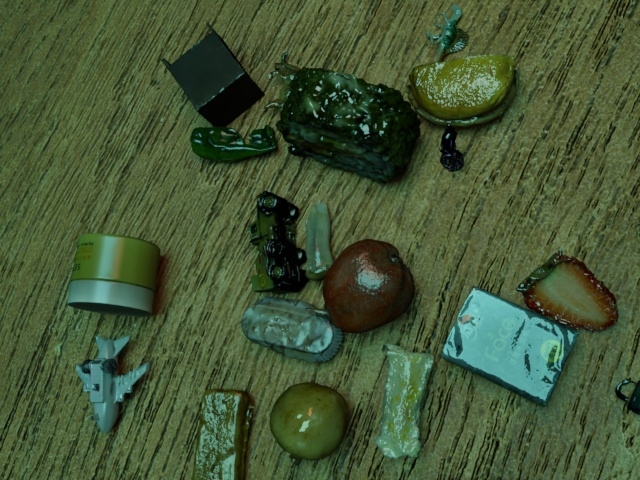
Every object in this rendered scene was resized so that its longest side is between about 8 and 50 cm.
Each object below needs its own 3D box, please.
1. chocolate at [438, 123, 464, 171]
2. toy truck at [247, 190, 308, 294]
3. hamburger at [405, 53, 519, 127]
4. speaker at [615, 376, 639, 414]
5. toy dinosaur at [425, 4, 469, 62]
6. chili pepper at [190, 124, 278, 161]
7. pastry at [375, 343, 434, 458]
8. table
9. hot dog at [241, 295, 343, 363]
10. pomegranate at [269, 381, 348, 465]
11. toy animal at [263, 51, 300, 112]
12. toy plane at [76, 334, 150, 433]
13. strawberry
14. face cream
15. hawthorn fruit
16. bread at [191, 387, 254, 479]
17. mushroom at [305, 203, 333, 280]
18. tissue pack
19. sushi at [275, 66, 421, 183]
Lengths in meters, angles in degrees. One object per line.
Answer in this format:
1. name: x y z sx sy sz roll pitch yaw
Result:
1. chocolate: 0.312 -0.221 1.852 0.070 0.147 0.072 -12 66 18
2. toy truck: -0.118 0.007 1.943 0.127 0.127 0.257 -15 71 29
3. hamburger: 0.348 -0.356 1.878 0.282 0.144 0.157 -4 82 21
4. speaker: 0.686 0.334 1.636 0.094 0.060 0.075 22 82 21
5. toy dinosaur: 0.336 -0.521 1.979 0.106 0.044 0.187 -10 72 -1
6. chili pepper: -0.238 -0.265 2.070 0.253 0.083 0.099 0 72 13
7. pastry: 0.197 0.374 1.763 0.121 0.089 0.259 2 78 22
8. table: -0.291 -0.445 2.082 0.169 0.172 0.193 -38 73 4
9. hot dog: -0.072 0.218 1.897 0.268 0.075 0.144 15 76 24
10. pomegranate: -0.030 0.433 1.781 0.196 0.196 0.196 -4 75 16
11. toy animal: -0.094 -0.404 2.077 0.099 0.057 0.241 6 76 12
12. toy plane: -0.566 0.376 1.997 0.251 0.101 0.255 -5 75 29
13. strawberry: 0.563 0.124 1.728 0.208 0.087 0.167 46 114 -3
14. face cream: -0.540 0.093 1.997 0.218 0.218 0.179 1 75 18
15. hawthorn fruit: 0.090 0.121 1.809 0.262 0.210 0.211 -33 69 16
16. bread: -0.239 0.503 1.874 0.139 0.077 0.271 1 78 14
17. mushroom: 0.000 0.000 1.936 0.084 0.071 0.209 -6 71 10
18. tissue pack: 0.429 0.240 1.730 0.257 0.081 0.185 24 84 20
19. sushi: 0.064 -0.289 1.868 0.351 0.294 0.178 19 78 22
